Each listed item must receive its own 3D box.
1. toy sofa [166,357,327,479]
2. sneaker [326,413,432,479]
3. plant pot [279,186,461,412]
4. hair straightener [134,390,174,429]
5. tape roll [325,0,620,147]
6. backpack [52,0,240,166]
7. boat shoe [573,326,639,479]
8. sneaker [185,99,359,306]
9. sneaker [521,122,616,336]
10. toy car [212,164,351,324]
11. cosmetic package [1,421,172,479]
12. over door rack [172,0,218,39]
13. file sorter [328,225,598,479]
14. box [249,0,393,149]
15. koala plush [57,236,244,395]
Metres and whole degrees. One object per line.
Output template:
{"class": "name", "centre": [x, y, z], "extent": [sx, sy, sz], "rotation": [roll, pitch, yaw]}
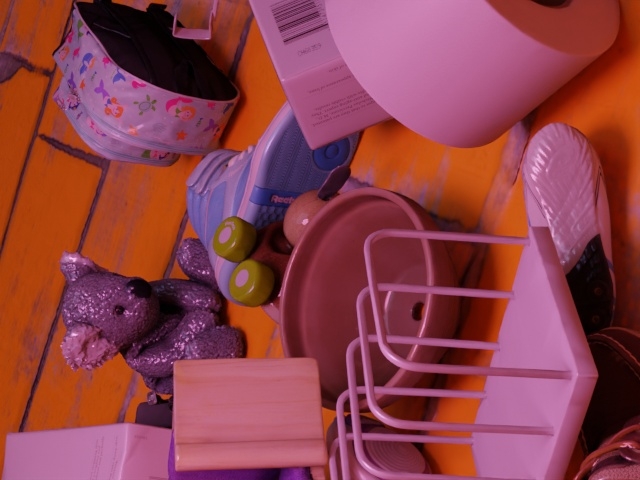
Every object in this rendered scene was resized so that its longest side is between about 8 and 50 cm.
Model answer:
{"class": "toy sofa", "centre": [-0.088, 0.275, 1.533], "extent": [0.362, 0.150, 0.177], "rotation": [104, 165, -59]}
{"class": "sneaker", "centre": [0.060, 0.304, 1.464], "extent": [0.152, 0.114, 0.305], "rotation": [-57, 37, 25]}
{"class": "plant pot", "centre": [0.070, 0.069, 1.536], "extent": [0.237, 0.110, 0.237], "rotation": [-16, 68, 45]}
{"class": "hair straightener", "centre": [-0.185, 0.226, 1.887], "extent": [0.230, 0.089, 0.047], "rotation": [-10, 67, 55]}
{"class": "tape roll", "centre": [0.149, -0.235, 1.426], "extent": [0.169, 0.246, 0.246], "rotation": [-41, 46, 41]}
{"class": "backpack", "centre": [-0.244, -0.211, 2.030], "extent": [0.253, 0.225, 0.191], "rotation": [43, 117, 43]}
{"class": "boat shoe", "centre": [0.271, 0.197, 1.180], "extent": [0.123, 0.123, 0.342], "rotation": [-52, 39, 32]}
{"class": "sneaker", "centre": [-0.077, -0.099, 1.822], "extent": [0.319, 0.127, 0.208], "rotation": [-62, 36, 18]}
{"class": "sneaker", "centre": [0.238, 0.007, 1.366], "extent": [0.085, 0.086, 0.237], "rotation": [-4, 84, 20]}
{"class": "toy car", "centre": [0.000, 0.000, 1.660], "extent": [0.188, 0.155, 0.149], "rotation": [-45, 42, 19]}
{"class": "cosmetic package", "centre": [-0.297, 0.365, 1.945], "extent": [0.385, 0.156, 0.217], "rotation": [-13, 67, 55]}
{"class": "over door rack", "centre": [-0.091, -0.451, 1.961], "extent": [0.324, 0.108, 0.239], "rotation": [121, 165, -45]}
{"class": "file sorter", "centre": [0.111, 0.150, 1.281], "extent": [0.192, 0.173, 0.277], "rotation": [-97, 12, -51]}
{"class": "box", "centre": [0.032, -0.228, 1.638], "extent": [0.182, 0.119, 0.181], "rotation": [-22, 49, 2]}
{"class": "koala plush", "centre": [-0.245, 0.105, 1.903], "extent": [0.203, 0.221, 0.196], "rotation": [-41, 46, 42]}
